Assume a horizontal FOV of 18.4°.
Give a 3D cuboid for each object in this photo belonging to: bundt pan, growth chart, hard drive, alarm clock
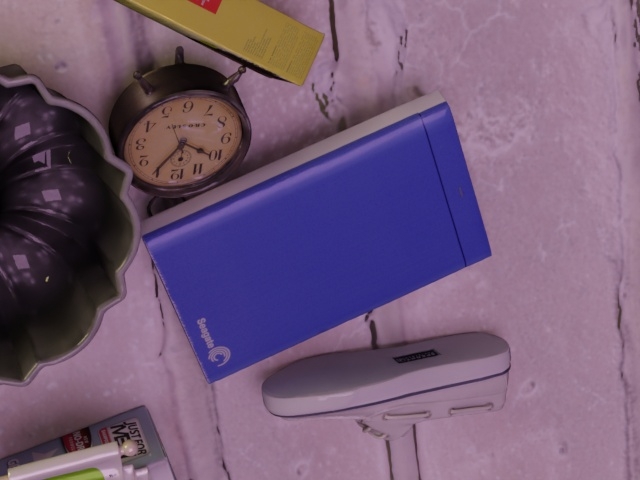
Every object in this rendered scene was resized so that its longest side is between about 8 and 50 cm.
[{"bbox_3d":[-0.336,-0.026,1.813,0.330,0.124,0.331,-6,116,-13],"label":"bundt pan"},{"bbox_3d":[-0.221,0.301,1.930,0.172,0.021,0.237,-22,117,-5],"label":"growth chart"},{"bbox_3d":[0.000,0.000,1.946,0.318,0.040,0.210,-24,132,-4],"label":"hard drive"},{"bbox_3d":[-0.137,-0.091,1.870,0.129,0.064,0.192,-4,131,-20],"label":"alarm clock"}]

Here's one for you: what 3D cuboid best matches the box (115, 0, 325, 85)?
[{"bbox_3d":[-0.115,-0.216,1.805,0.232,0.087,0.058,26,89,-24],"label":"box"}]

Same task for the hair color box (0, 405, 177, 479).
[{"bbox_3d":[-0.313,0.330,1.991,0.374,0.113,0.185,-21,118,-7],"label":"hair color box"}]

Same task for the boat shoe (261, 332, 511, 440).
[{"bbox_3d":[0.070,0.161,2.041,0.267,0.096,0.088,-11,112,-20],"label":"boat shoe"}]
